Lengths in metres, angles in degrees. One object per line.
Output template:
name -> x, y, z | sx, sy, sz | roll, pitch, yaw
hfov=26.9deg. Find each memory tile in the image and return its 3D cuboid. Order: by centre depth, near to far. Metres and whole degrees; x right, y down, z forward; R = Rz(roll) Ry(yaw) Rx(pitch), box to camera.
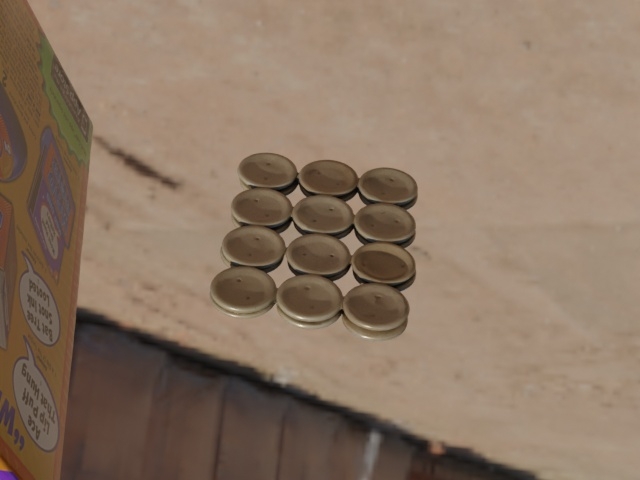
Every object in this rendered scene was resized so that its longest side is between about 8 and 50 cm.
memory tile -> 0.000, 0.000, 0.774 | 0.113, 0.148, 0.012 | 6, 129, 2

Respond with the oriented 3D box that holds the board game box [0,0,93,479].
board game box -> -0.380, -0.033, 0.824 | 0.356, 0.356, 0.356 | -12, 138, 9
